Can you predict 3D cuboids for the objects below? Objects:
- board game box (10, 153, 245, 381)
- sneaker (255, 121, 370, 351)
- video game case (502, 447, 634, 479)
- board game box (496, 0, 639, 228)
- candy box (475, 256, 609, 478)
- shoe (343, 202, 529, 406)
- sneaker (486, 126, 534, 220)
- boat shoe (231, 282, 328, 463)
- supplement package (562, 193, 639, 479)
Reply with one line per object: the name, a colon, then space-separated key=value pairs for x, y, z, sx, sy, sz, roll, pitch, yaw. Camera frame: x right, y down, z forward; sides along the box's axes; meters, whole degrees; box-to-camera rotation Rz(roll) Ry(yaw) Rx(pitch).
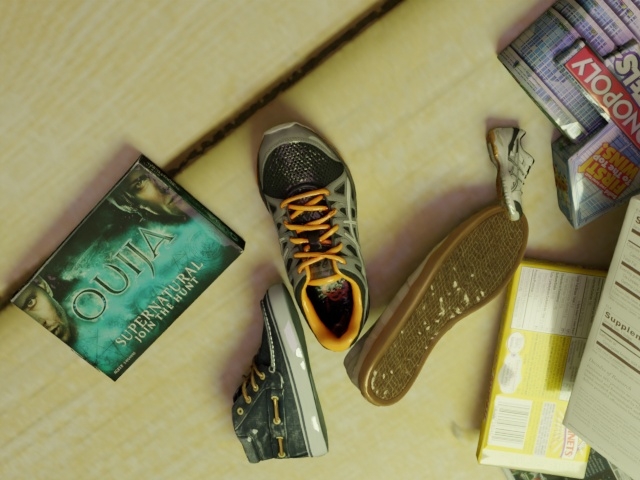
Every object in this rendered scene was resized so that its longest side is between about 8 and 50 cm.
board game box: x=-0.177 y=0.028 z=0.901 sx=0.126 sy=0.026 sz=0.186 roll=41 pitch=105 yaw=-15
sneaker: x=0.000 y=0.000 z=0.862 sx=0.084 sy=0.083 sz=0.215 roll=-17 pitch=109 yaw=7
video game case: x=0.295 y=0.254 z=0.994 sx=0.173 sy=0.022 sz=0.190 roll=-27 pitch=110 yaw=9
board game box: x=0.252 y=-0.115 z=0.832 sx=0.194 sy=0.060 sz=0.194 roll=-43 pitch=106 yaw=14
candy box: x=0.215 y=0.121 z=0.927 sx=0.105 sy=0.027 sz=0.206 roll=8 pitch=104 yaw=-3
shoe: x=0.100 y=0.049 z=0.885 sx=0.219 sy=0.058 sz=0.076 roll=-49 pitch=116 yaw=-5
sneaker: x=0.170 y=-0.060 z=0.855 sx=0.037 sy=0.032 sz=0.083 roll=-9 pitch=83 yaw=-4
boat shoe: x=-0.049 y=0.131 z=0.920 sx=0.083 sy=0.065 sz=0.183 roll=-11 pitch=111 yaw=2
supplement package: x=0.318 y=0.076 z=0.814 sx=0.139 sy=0.134 sz=0.244 roll=-21 pitch=132 yaw=-35
